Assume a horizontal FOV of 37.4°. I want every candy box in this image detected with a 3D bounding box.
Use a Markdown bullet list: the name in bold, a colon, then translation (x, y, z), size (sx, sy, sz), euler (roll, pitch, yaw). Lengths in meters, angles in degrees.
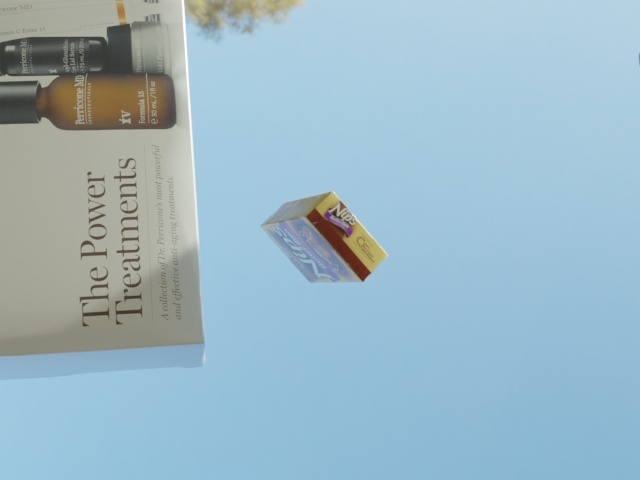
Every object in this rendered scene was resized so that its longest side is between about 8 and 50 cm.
- **candy box**: translation (0.000, 0.000, 1.206), size (0.053, 0.109, 0.186), euler (-44, -168, -15)

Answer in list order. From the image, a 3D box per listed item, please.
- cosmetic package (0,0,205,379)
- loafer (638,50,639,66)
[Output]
- **cosmetic package**: translation (-0.247, -0.078, 0.778), size (0.097, 0.284, 0.377), euler (110, -25, -70)
- **loafer**: translation (0.326, -0.145, 0.865), size (0.084, 0.267, 0.096), euler (12, -116, 39)
